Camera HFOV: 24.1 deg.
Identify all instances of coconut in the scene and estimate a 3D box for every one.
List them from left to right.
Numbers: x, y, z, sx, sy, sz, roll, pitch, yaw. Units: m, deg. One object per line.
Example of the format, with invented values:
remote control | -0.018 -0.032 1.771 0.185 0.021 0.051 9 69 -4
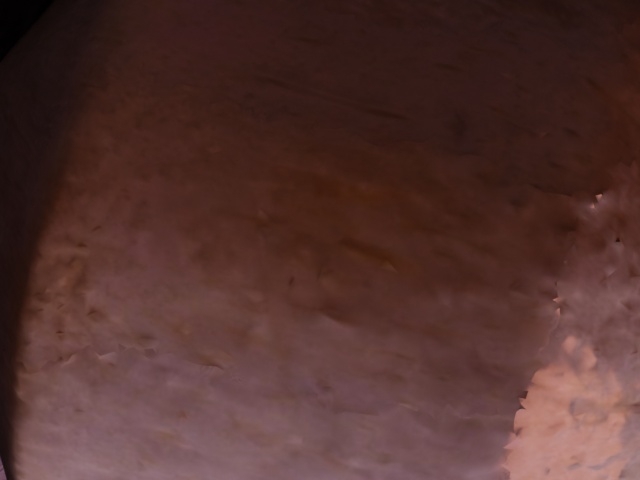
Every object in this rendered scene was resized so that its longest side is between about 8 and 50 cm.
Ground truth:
coconut | 0.000 0.000 0.740 0.415 0.415 0.344 -46 -177 27
